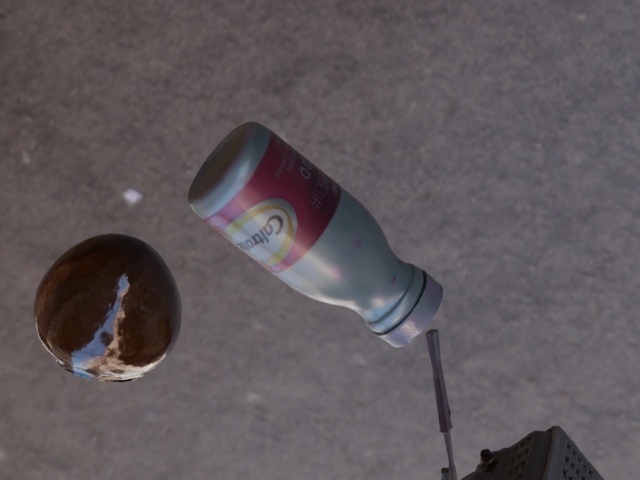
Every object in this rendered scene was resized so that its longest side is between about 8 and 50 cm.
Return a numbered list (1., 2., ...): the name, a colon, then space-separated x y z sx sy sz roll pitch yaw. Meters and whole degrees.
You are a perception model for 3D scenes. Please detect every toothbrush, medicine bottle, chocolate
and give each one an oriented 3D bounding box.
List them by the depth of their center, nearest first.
1. medicine bottle: 0.000 0.000 1.163 0.217 0.090 0.090 38 140 -19
2. toothbrush: 0.134 0.190 1.571 0.017 0.014 0.194 2 109 29
3. chocolate: -0.233 0.066 1.592 0.177 0.176 0.176 14 142 11

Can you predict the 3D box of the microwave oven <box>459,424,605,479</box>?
1. microwave oven: 0.115 0.359 1.259 0.355 0.286 0.218 -40 92 18
